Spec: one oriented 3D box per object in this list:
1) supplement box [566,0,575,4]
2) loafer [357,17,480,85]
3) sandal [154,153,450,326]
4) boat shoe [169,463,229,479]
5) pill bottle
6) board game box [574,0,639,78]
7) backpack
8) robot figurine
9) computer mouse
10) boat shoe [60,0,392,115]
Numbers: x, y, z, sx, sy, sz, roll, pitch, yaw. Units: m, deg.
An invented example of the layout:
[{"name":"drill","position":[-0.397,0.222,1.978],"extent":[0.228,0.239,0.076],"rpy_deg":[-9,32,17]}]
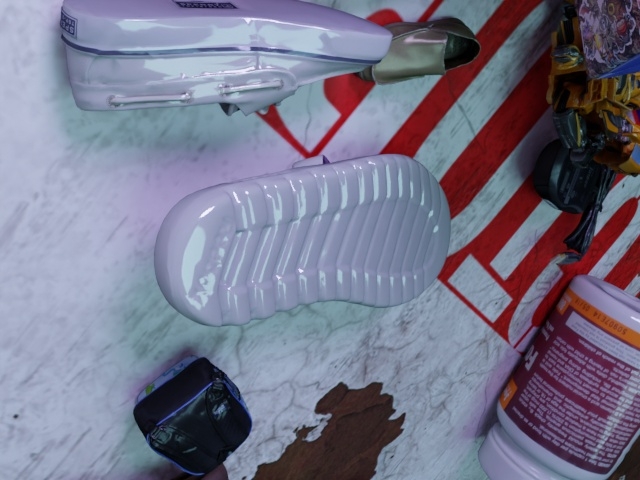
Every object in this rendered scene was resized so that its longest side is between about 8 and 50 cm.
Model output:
[{"name":"supplement box","position":[0.347,-0.331,0.609],"extent":[0.194,0.191,0.129],"rpy_deg":[-36,135,-2]},{"name":"loafer","position":[0.103,-0.193,0.628],"extent":[0.148,0.050,0.056],"rpy_deg":[-25,131,-23]},{"name":"sandal","position":[0.003,-0.015,0.640],"extent":[0.416,0.102,0.169],"rpy_deg":[-1,104,-49]},{"name":"boat shoe","position":[-0.254,0.332,0.679],"extent":[0.342,0.123,0.123],"rpy_deg":[-10,94,-27]},{"name":"pill bottle","position":[0.459,0.279,1.105],"extent":[0.224,0.224,0.392],"rpy_deg":[13,110,-43]},{"name":"board game box","position":[0.300,-0.288,0.425],"extent":[0.232,0.141,0.291],"rpy_deg":[-11,90,-2]},{"name":"backpack","position":[-0.135,0.189,0.676],"extent":[0.105,0.084,0.114],"rpy_deg":[-38,130,-11]},{"name":"robot figurine","position":[0.371,-0.186,0.782],"extent":[0.291,0.085,0.211],"rpy_deg":[13,80,-48]},{"name":"computer mouse","position":[0.354,-0.055,0.911],"extent":[0.262,0.060,0.184],"rpy_deg":[3,106,-51]},{"name":"boat shoe","position":[-0.065,-0.143,0.501],"extent":[0.267,0.096,0.088],"rpy_deg":[-12,129,-31]}]
